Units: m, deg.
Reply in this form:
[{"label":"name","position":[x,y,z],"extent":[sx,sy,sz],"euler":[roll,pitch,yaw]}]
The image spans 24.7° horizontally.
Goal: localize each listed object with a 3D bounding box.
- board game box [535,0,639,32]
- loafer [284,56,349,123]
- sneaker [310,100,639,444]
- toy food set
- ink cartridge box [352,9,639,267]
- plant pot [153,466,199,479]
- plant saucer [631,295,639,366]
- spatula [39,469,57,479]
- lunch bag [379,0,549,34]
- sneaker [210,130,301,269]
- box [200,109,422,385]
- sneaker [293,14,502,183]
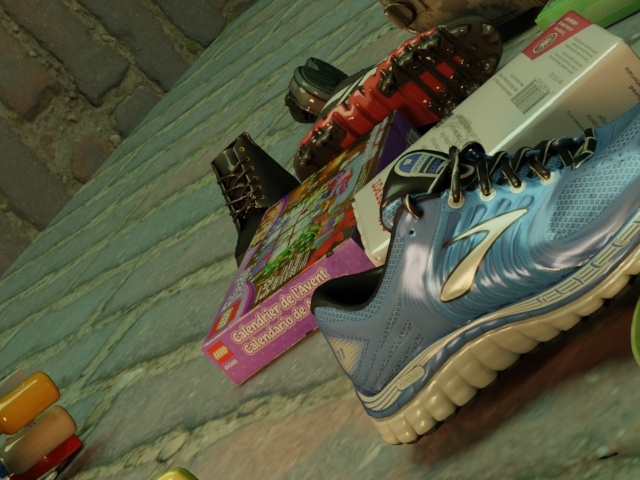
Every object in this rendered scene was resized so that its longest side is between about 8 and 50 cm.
[{"label":"board game box","position":[0.364,-0.313,1.388],"extent":[0.317,0.046,0.213],"euler":[-23,25,55]},{"label":"loafer","position":[-0.004,-0.191,2.020],"extent":[0.084,0.096,0.267],"euler":[-61,3,13]},{"label":"sneaker","position":[0.113,-0.010,0.908],"extent":[0.330,0.147,0.130],"euler":[-41,0,27]},{"label":"toy food set","position":[-0.348,0.220,1.658],"extent":[0.104,0.111,0.232],"euler":[-38,9,-22]},{"label":"ink cartridge box","position":[0.148,-0.054,1.118],"extent":[0.237,0.100,0.172],"euler":[-41,14,8]},{"label":"plant pot","position":[-0.082,0.249,0.639],"extent":[0.228,0.227,0.207],"euler":[-40,8,18]},{"label":"plant saucer","position":[0.268,-0.001,0.756],"extent":[0.241,0.037,0.241],"euler":[-40,13,12]},{"label":"spatula","position":[-0.392,0.349,1.627],"extent":[0.242,0.019,0.168],"euler":[-39,14,18]},{"label":"lunch bag","position":[0.205,-0.383,1.695],"extent":[0.256,0.212,0.305],"euler":[-32,19,40]},{"label":"sneaker","position":[-0.088,-0.041,1.708],"extent":[0.083,0.118,0.222],"euler":[-39,15,20]},{"label":"box","position":[0.000,0.000,1.467],"extent":[0.201,0.057,0.293],"euler":[-38,15,26]},{"label":"sneaker","position":[0.085,-0.162,1.618],"extent":[0.276,0.097,0.135],"euler":[-39,17,23]}]
